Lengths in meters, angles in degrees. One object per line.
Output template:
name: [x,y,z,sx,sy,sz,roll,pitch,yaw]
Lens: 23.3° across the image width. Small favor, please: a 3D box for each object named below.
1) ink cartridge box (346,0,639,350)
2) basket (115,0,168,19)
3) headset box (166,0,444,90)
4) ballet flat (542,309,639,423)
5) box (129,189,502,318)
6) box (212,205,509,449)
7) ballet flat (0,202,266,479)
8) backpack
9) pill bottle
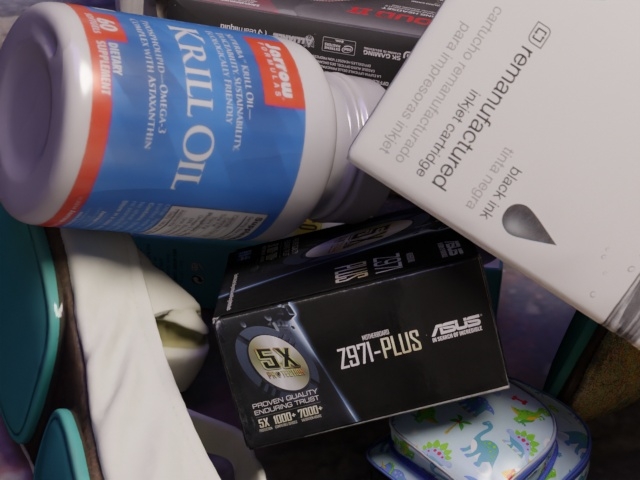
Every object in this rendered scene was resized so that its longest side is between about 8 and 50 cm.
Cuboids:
ink cartridge box: [0.191,-0.056,0.822,0.289,0.211,0.121,32,8,0]
basket: [-0.117,-0.215,1.273,0.103,0.113,0.167,-2,38,-9]
headset box: [0.027,-0.136,1.125,0.218,0.110,0.293,11,24,14]
ballet flat: [0.239,0.009,1.019,0.123,0.123,0.348,13,40,13]
box: [0.000,0.000,1.048,0.244,0.060,0.100,5,38,3]
box: [0.022,0.042,0.900,0.147,0.077,0.180,-13,11,3]
ballet flat: [-0.112,0.096,0.887,0.139,0.139,0.400,-9,43,-15]
backpack: [0.094,0.125,0.876,0.114,0.084,0.105,-30,49,-34]
pill bottle: [-0.068,-0.063,0.898,0.221,0.124,0.124,3,33,-34]
